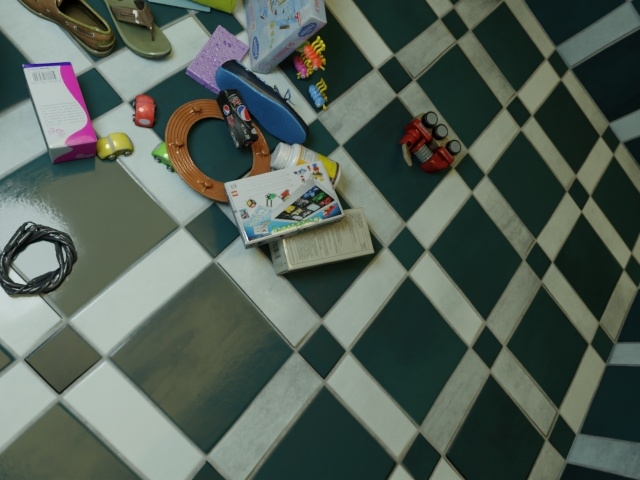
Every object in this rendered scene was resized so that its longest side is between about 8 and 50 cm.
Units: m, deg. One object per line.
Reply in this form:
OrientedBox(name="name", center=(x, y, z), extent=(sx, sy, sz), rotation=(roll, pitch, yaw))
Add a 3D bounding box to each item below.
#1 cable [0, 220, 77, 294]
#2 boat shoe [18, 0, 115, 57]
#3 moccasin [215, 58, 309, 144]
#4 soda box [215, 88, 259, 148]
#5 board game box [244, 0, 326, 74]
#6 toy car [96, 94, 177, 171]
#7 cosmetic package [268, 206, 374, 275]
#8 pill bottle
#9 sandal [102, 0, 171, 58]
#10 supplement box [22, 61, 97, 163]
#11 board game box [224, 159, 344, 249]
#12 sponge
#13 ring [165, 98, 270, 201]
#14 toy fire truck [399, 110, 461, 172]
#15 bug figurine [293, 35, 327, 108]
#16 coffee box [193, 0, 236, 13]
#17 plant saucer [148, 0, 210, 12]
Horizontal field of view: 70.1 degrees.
OrientedBox(name="cable", center=(-0.691, 0.053, 1.108), extent=(0.150, 0.047, 0.185), rotation=(32, 63, -23))
OrientedBox(name="boat shoe", center=(-0.696, -0.642, 1.235), extent=(0.307, 0.104, 0.111), rotation=(33, 65, -17))
OrientedBox(name="moccasin", center=(-0.162, -0.450, 1.442), extent=(0.342, 0.137, 0.117), rotation=(40, 48, -22))
OrientedBox(name="soda box", center=(-0.250, -0.367, 1.374), extent=(0.053, 0.060, 0.169), rotation=(-21, 87, -44))
OrientedBox(name="board game box", center=(-0.123, -0.746, 1.437), extent=(0.065, 0.317, 0.319), rotation=(3, 77, -42))
OrientedBox(name="toy car", center=(-0.477, -0.280, 1.290), extent=(0.224, 0.053, 0.239), rotation=(36, 64, -15))
OrientedBox(name="cosmetic package", center=(0.000, 0.000, 1.438), extent=(0.309, 0.113, 0.160), rotation=(-9, 81, -30))
OrientedBox(name="pill bottle", center=(-0.048, -0.234, 1.466), extent=(0.214, 0.117, 0.118), rotation=(21, 69, -21))
OrientedBox(name="sandal", center=(-0.551, -0.664, 1.326), extent=(0.120, 0.086, 0.303), rotation=(-37, 96, -29))
OrientedBox(name="supplement box", center=(-0.665, -0.326, 1.170), extent=(0.111, 0.114, 0.220), rotation=(-17, 85, -31))
OrientedBox(name="board game box", center=(-0.103, -0.109, 1.322), extent=(0.305, 0.053, 0.193), rotation=(-17, 76, -20))
OrientedBox(name="sponge", center=(-0.325, -0.576, 1.455), extent=(0.117, 0.031, 0.210), rotation=(33, 65, -17))
OrientedBox(name="ring", center=(-0.293, -0.275, 1.367), extent=(0.336, 0.032, 0.337), rotation=(15, 64, -33))
OrientedBox(name="toy fire truck", center=(0.386, -0.333, 1.712), extent=(0.217, 0.158, 0.246), rotation=(47, 73, -11))
OrientedBox(name="bug figurine", center=(-0.038, -0.574, 1.507), extent=(0.072, 0.279, 0.216), rotation=(-25, 71, -6))
OrientedBox(name="coffee box", center=(-0.371, -0.963, 1.341), extent=(0.337, 0.338, 0.335), rotation=(7, 71, -25))
OrientedBox(name="plant saucer", center=(-0.449, -0.766, 1.445), extent=(0.191, 0.018, 0.067), rotation=(-4, 80, -27))
